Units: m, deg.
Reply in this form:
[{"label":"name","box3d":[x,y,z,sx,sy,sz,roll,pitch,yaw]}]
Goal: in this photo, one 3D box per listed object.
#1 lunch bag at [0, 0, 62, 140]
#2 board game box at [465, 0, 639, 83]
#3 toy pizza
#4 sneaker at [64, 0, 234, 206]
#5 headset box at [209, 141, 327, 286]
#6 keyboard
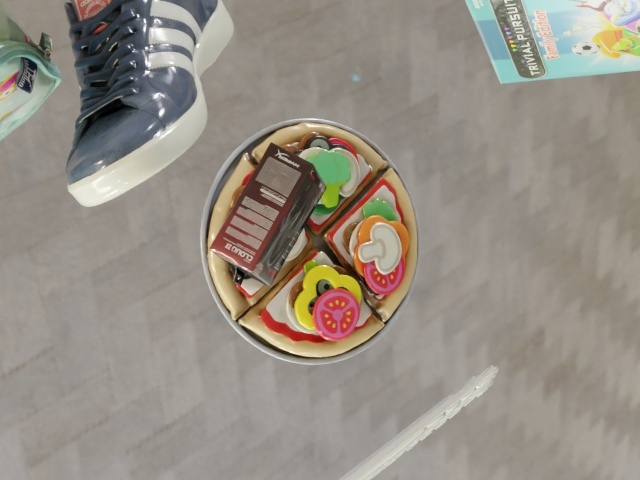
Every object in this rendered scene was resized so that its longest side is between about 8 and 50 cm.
[{"label":"lunch bag","box3d":[-0.332,-0.088,0.864,0.279,0.108,0.224,-39,180,-2]},{"label":"board game box","box3d":[0.382,-0.317,1.484,0.254,0.336,0.079,46,45,-60]},{"label":"toy pizza","box3d":[0.000,0.000,0.894,0.201,0.032,0.201,2,86,-27]},{"label":"sneaker","box3d":[-0.176,-0.167,0.964,0.148,0.131,0.350,56,20,-28]},{"label":"headset box","box3d":[-0.033,-0.011,0.677,0.083,0.032,0.062,-61,167,-6]},{"label":"keyboard","box3d":[0.000,0.155,0.644,0.256,0.014,0.072,-37,171,-4]}]
